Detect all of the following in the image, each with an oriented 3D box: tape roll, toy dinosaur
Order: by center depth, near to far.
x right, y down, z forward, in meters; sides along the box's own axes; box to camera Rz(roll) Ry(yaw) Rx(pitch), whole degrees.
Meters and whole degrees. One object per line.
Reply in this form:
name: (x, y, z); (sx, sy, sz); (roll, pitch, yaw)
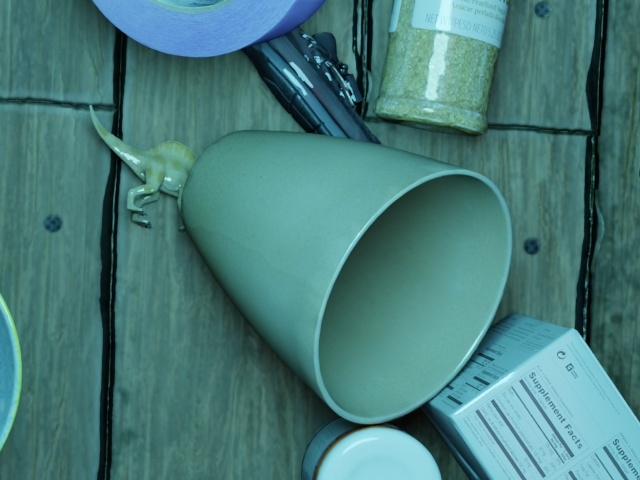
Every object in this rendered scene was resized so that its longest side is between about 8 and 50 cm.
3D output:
tape roll: (-0.107, -0.315, 1.687); (0.275, 0.090, 0.274); (7, 107, 23)
toy dinosaur: (-0.168, -0.063, 1.822); (0.183, 0.053, 0.092); (23, 73, -13)

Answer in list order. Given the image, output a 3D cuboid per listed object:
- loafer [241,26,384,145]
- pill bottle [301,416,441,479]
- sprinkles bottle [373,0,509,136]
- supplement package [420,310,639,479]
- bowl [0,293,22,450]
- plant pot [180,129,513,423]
loafer: (-0.029, -0.203, 1.802); (0.095, 0.109, 0.302); (-42, 91, -8)
pill bottle: (0.044, 0.233, 1.751); (0.121, 0.221, 0.121); (0, 90, -6)
sprinkles bottle: (0.141, -0.289, 1.809); (0.121, 0.121, 0.355); (10, 90, -6)
supplement package: (0.217, 0.198, 1.747); (0.145, 0.262, 0.204); (-35, 94, -4)
bowl: (-0.429, 0.126, 1.736); (0.290, 0.156, 0.289); (0, 90, -5)
plant pot: (0.000, 0.000, 1.717); (0.274, 0.256, 0.256); (31, 86, 39)
